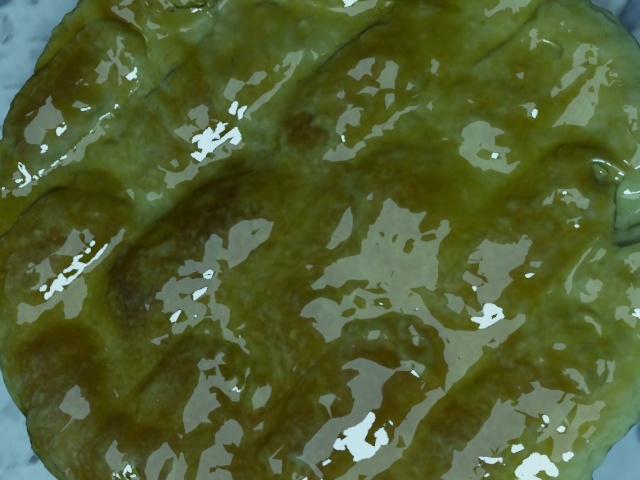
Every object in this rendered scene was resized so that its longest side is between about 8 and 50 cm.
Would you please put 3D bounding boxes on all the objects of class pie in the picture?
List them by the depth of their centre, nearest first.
[{"bbox_3d":[0.000,0.000,0.790,0.340,0.083,0.339,-3,76,13],"label":"pie"}]
